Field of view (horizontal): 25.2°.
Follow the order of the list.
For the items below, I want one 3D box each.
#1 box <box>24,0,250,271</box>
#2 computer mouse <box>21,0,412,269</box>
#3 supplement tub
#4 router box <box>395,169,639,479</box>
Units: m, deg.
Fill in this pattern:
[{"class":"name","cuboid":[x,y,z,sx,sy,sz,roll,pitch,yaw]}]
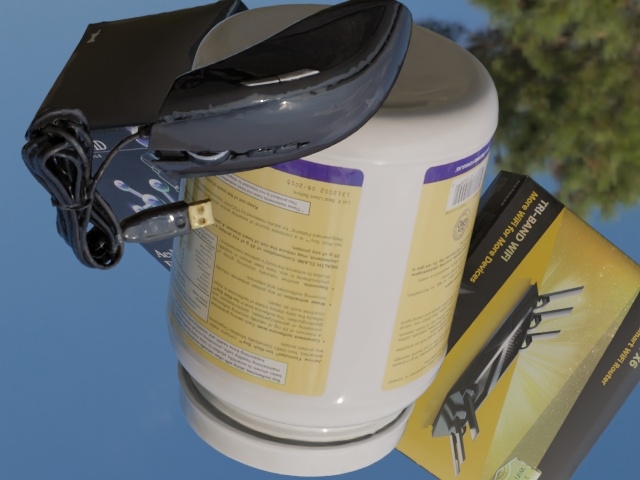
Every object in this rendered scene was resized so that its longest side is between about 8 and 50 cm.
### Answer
[{"class":"box","cuboid":[-0.140,-0.108,1.941,0.293,0.395,0.212,-1,-126,43]},{"class":"computer mouse","cuboid":[-0.053,-0.052,0.916,0.262,0.184,0.060,-22,-115,-15]},{"class":"supplement tub","cuboid":[0.000,0.000,1.167,0.241,0.331,0.241,7,-150,-4]},{"class":"router box","cuboid":[0.204,0.120,1.511,0.309,0.243,0.081,-55,-164,-2]}]
